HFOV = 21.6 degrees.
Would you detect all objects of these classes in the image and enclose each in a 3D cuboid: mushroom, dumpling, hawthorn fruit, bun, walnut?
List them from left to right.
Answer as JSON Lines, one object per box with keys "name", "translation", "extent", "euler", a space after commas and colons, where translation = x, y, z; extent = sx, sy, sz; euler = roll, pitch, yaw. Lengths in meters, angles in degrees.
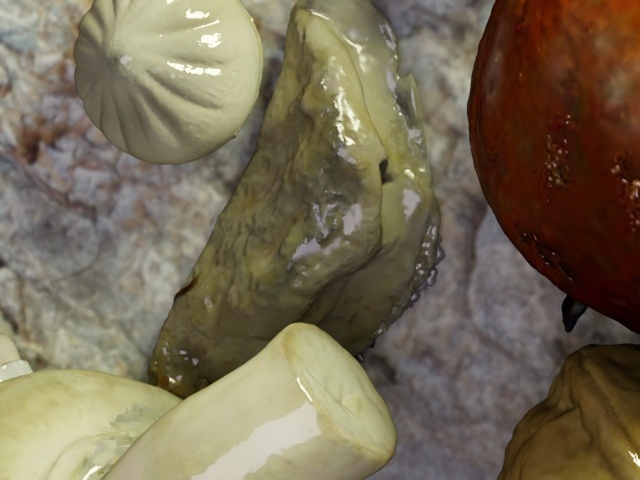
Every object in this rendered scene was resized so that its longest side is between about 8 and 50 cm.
{"name": "mushroom", "translation": [-0.122, 0.210, 1.106], "extent": [0.315, 0.315, 0.356], "euler": [45, 73, 4]}
{"name": "bun", "translation": [-0.115, -0.119, 1.139], "extent": [0.138, 0.094, 0.138], "euler": [3, 97, 25]}
{"name": "dumpling", "translation": [-0.004, -0.001, 1.149], "extent": [0.166, 0.086, 0.332], "euler": [25, 106, 11]}
{"name": "walnut", "translation": [0.218, 0.164, 1.050], "extent": [0.228, 0.228, 0.228], "euler": [2, 98, 12]}
{"name": "hawthorn fruit", "translation": [0.239, -0.078, 0.985], "extent": [0.316, 0.316, 0.316], "euler": [2, 98, 12]}

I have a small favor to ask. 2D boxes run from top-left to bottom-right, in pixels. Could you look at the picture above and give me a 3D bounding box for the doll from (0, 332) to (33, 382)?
{"name": "doll", "translation": [-0.253, 0.109, 1.230], "extent": [0.084, 0.073, 0.127], "euler": [-29, 86, 47]}
